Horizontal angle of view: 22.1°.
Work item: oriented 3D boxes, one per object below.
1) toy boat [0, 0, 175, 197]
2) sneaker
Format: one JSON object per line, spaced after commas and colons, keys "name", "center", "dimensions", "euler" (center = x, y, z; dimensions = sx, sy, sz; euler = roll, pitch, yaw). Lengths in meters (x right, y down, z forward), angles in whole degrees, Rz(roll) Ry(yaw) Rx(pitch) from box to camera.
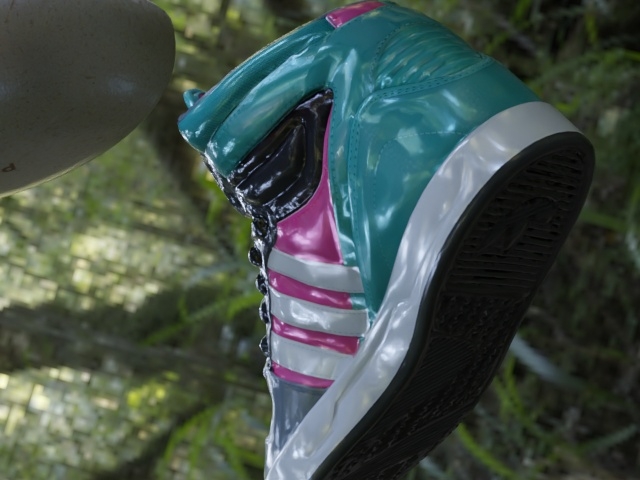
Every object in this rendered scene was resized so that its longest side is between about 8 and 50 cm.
{"name": "toy boat", "center": [-0.212, -0.125, 0.903], "dimensions": [0.318, 0.267, 0.148], "euler": [110, 143, -69]}
{"name": "sneaker", "center": [0.000, 0.000, 0.781], "dimensions": [0.123, 0.178, 0.296], "euler": [-18, -33, -37]}
